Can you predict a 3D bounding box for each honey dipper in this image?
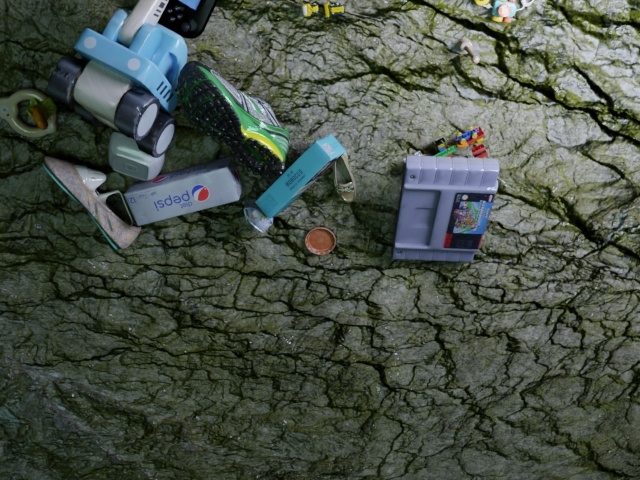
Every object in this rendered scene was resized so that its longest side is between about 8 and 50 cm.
[{"bbox_3d":[0.339,-0.430,1.598,0.031,0.160,0.030,1,117,2],"label":"honey dipper"}]

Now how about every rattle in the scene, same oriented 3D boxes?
[{"bbox_3d":[-0.760,-0.298,1.725,0.200,0.142,0.130,5,135,-7],"label":"rattle"}]

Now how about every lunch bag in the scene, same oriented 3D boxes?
[{"bbox_3d":[-0.169,-0.070,1.859,0.083,0.071,0.053,40,107,-19],"label":"lunch bag"}]

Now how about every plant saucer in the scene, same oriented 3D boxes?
[{"bbox_3d":[0.000,0.000,1.923,0.084,0.013,0.083,1,119,2],"label":"plant saucer"}]

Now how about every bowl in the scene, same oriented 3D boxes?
[{"bbox_3d":[-0.469,-0.203,1.767,0.142,0.053,0.142,19,154,-11],"label":"bowl"}]

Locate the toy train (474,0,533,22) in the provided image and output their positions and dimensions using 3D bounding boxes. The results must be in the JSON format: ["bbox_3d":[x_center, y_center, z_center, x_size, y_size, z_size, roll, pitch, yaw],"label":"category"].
[{"bbox_3d":[0.406,-0.571,1.586,0.125,0.046,0.166,-40,109,21],"label":"toy train"}]

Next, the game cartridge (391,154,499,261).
[{"bbox_3d":[0.310,-0.069,1.779,0.230,0.068,0.355,5,141,4],"label":"game cartridge"}]

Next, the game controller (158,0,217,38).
[{"bbox_3d":[-0.283,-0.621,1.573,0.167,0.067,0.319,27,115,-12],"label":"game controller"}]

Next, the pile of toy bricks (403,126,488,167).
[{"bbox_3d":[0.327,-0.188,1.765,0.212,0.118,0.105,-26,137,11],"label":"pile of toy bricks"}]

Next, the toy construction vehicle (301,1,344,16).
[{"bbox_3d":[0.002,-0.559,1.618,0.098,0.035,0.085,-7,129,8],"label":"toy construction vehicle"}]

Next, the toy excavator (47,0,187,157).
[{"bbox_3d":[-0.393,-0.459,1.539,0.222,0.433,0.445,26,84,5],"label":"toy excavator"}]

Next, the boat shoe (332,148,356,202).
[{"bbox_3d":[0.059,-0.163,1.814,0.056,0.048,0.153,-7,117,5],"label":"boat shoe"}]

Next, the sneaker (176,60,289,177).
[{"bbox_3d":[-0.205,-0.302,1.680,0.134,0.146,0.343,-15,136,34],"label":"sneaker"}]

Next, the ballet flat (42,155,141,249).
[{"bbox_3d":[-0.587,-0.119,1.845,0.106,0.107,0.316,-37,118,-2],"label":"ballet flat"}]

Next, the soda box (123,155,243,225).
[{"bbox_3d":[-0.352,-0.128,1.823,0.286,0.091,0.098,-14,115,9],"label":"soda box"}]

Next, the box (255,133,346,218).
[{"bbox_3d":[-0.051,-0.160,1.764,0.060,0.100,0.244,50,121,2],"label":"box"}]
